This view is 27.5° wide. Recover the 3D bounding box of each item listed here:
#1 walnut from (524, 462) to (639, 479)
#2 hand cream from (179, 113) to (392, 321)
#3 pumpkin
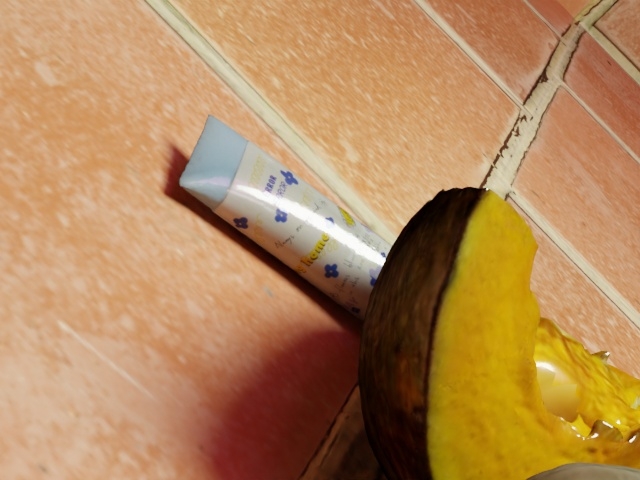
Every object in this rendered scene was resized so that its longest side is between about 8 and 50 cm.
[{"bbox_3d":[0.120,0.187,0.425,0.230,0.178,0.178,48,20,-5],"label":"walnut"},{"bbox_3d":[0.000,0.000,0.704,0.171,0.043,0.065,38,36,-17],"label":"hand cream"},{"bbox_3d":[0.081,0.085,0.630,0.169,0.148,0.312,21,-16,50],"label":"pumpkin"}]
